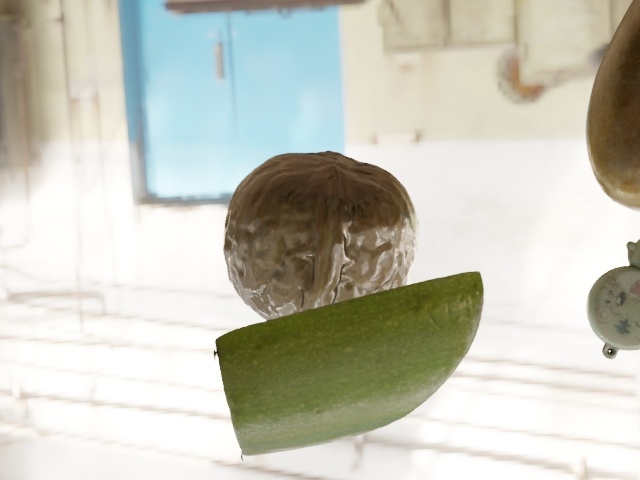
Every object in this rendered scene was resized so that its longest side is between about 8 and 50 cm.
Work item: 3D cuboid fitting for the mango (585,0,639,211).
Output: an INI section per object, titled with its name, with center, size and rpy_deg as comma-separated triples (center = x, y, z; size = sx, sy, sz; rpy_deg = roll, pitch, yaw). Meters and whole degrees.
[mango]
center = 0.340, -0.161, 1.080
size = 0.221, 0.384, 0.199
rpy_deg = 37, 172, 45

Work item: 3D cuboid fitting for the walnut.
[walnut]
center = 0.001, -0.001, 1.896
size = 0.248, 0.248, 0.248
rpy_deg = -3, -173, 0

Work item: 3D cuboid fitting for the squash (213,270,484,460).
[squash]
center = 0.042, 0.149, 1.599
size = 0.288, 0.111, 0.203
rpy_deg = -13, 151, 0

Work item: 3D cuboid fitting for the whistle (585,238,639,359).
[whistle]
center = 0.472, 0.056, 2.222
size = 0.126, 0.258, 0.067
rpy_deg = 24, 178, -2
